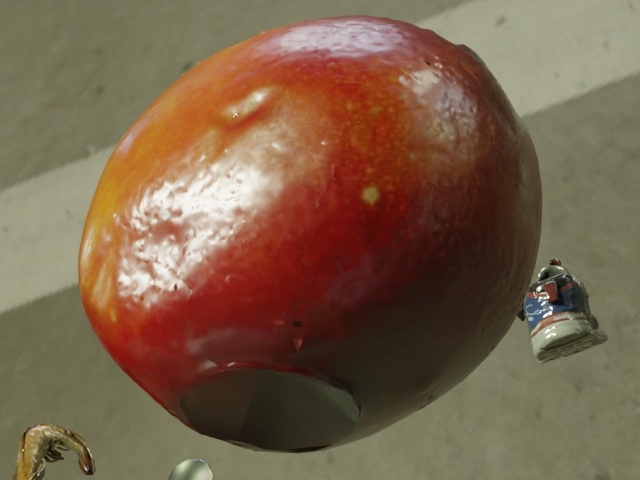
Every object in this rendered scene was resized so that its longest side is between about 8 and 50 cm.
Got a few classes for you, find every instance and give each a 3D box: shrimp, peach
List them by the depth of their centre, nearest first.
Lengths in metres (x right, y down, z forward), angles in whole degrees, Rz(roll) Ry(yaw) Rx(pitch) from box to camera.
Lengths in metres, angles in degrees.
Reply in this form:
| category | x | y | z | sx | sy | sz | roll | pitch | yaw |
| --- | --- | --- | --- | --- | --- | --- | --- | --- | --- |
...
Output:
| category | x | y | z | sx | sy | sz | roll | pitch | yaw |
| --- | --- | --- | --- | --- | --- | --- | --- | --- | --- |
| peach | -0.013 | 0.016 | 1.045 | 0.406 | 0.335 | 0.310 | -17 | 41 | 18 |
| shrimp | -0.405 | 0.352 | 1.919 | 0.178 | 0.124 | 0.034 | -96 | 29 | -53 |

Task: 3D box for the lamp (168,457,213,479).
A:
| category | x | y | z | sx | sy | sz | roll | pitch | yaw |
| --- | --- | --- | --- | --- | --- | --- | --- | --- | --- |
| lamp | -0.205 | 0.363 | 1.408 | 0.283 | 0.125 | 0.203 | 126 | 161 | -57 |

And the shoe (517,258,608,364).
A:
| category | x | y | z | sx | sy | sz | roll | pitch | yaw |
| --- | --- | --- | --- | --- | --- | --- | --- | --- | --- |
| shoe | 0.309 | 0.093 | 1.664 | 0.099 | 0.227 | 0.125 | -24 | 78 | 11 |
